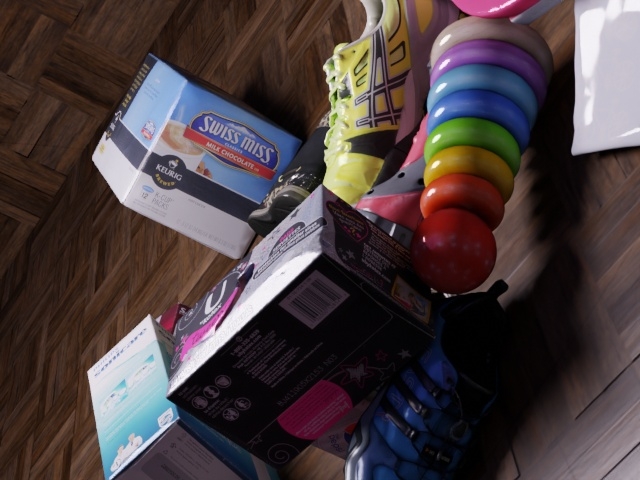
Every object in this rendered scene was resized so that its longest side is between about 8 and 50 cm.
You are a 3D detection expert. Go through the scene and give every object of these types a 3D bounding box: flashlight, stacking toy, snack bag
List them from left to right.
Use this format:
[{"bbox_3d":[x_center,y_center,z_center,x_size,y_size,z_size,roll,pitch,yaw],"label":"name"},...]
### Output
[{"bbox_3d":[0.126,-0.116,1.597,0.304,0.103,0.103,-67,20,-4],"label":"flashlight"},{"bbox_3d":[0.167,-0.086,1.399,0.141,0.141,0.330,-37,31,47],"label":"stacking toy"},{"bbox_3d":[0.342,-0.261,1.227,0.323,0.037,0.342,-3,84,64],"label":"snack bag"}]

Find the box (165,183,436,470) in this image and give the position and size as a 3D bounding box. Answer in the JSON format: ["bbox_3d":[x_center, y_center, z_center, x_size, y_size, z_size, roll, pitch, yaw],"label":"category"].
[{"bbox_3d":[-0.023,0.091,1.367,0.247,0.163,0.142,-44,23,23],"label":"box"}]

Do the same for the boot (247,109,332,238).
[{"bbox_3d":[-0.017,-0.088,1.914,0.178,0.085,0.236,-58,7,-20],"label":"boot"}]

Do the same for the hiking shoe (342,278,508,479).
[{"bbox_3d":[0.109,0.179,1.302,0.132,0.113,0.304,-33,37,52],"label":"hiking shoe"}]

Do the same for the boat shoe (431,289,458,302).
[{"bbox_3d":[0.131,0.066,1.476,0.035,0.035,0.100,-63,23,3],"label":"boat shoe"}]

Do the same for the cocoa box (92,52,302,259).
[{"bbox_3d":[-0.218,-0.153,2.206,0.228,0.231,0.347,-61,23,5],"label":"cocoa box"}]

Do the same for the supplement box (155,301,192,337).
[{"bbox_3d":[-0.254,0.234,2.079,0.130,0.073,0.239,-36,34,49],"label":"supplement box"}]

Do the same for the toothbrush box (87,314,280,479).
[{"bbox_3d":[-0.173,0.259,1.667,0.126,0.216,0.295,-43,24,4],"label":"toothbrush box"}]

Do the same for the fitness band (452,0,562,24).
[{"bbox_3d":[0.223,-0.353,1.360,0.291,0.054,0.209,-35,60,52],"label":"fitness band"}]

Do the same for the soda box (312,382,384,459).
[{"bbox_3d":[0.030,0.132,1.541,0.091,0.098,0.286,-52,25,25],"label":"soda box"}]

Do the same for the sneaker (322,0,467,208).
[{"bbox_3d":[0.059,-0.176,1.722,0.384,0.147,0.145,-68,13,-17],"label":"sneaker"}]
